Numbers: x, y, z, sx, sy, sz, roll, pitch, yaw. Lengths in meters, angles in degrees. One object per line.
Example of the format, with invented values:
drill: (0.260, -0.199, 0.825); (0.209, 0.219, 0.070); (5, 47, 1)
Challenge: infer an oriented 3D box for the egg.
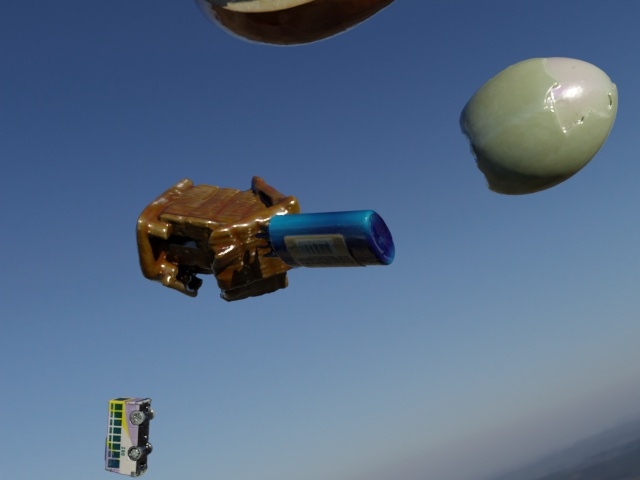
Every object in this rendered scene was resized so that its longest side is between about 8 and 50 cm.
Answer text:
egg: (0.311, -0.166, 1.273); (0.217, 0.183, 0.183); (-25, -19, 15)

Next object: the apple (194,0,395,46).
apple: (-0.023, -0.469, 1.366); (0.365, 0.328, 0.295); (-9, 17, 6)

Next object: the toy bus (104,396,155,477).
toy bus: (-0.262, 0.266, 1.228); (0.058, 0.102, 0.052); (3, -3, 11)

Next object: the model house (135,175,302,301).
model house: (-0.127, 0.009, 1.332); (0.229, 0.219, 0.199); (6, -54, 18)

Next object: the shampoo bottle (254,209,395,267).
shampoo bottle: (0.000, 0.000, 1.153); (0.183, 0.050, 0.087); (-2, -42, 33)
